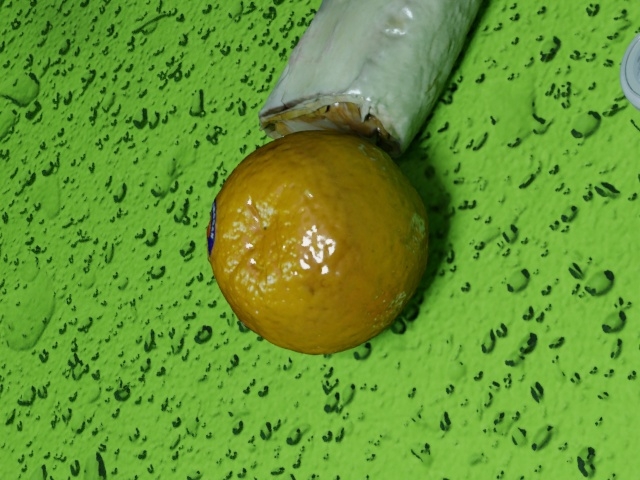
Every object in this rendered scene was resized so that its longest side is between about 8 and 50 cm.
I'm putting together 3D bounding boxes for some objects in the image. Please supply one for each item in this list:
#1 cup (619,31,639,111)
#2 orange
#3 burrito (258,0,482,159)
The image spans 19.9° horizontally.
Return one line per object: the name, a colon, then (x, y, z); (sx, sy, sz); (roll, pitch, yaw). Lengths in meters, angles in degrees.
cup: (0.262, -0.094, 1.256); (0.074, 0.099, 0.102); (-34, 53, 28)
orange: (-0.001, 0.001, 1.417); (0.177, 0.155, 0.177); (-20, 63, 44)
burrito: (0.064, -0.188, 1.476); (0.299, 0.105, 0.143); (-61, 35, 6)
